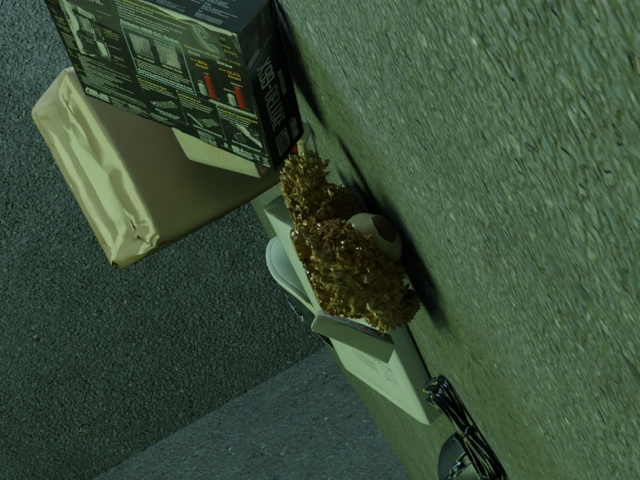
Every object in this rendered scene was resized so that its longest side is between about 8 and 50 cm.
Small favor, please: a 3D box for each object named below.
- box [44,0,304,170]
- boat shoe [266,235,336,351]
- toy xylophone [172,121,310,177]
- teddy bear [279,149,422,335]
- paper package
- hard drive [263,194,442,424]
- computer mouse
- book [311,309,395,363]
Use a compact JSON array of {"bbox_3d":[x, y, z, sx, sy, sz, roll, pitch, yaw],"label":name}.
[{"bbox_3d":[-0.182,-0.231,1.491,0.307,0.076,0.242,23,152,24],"label":"box"},{"bbox_3d":[0.003,0.100,2.221,0.340,0.127,0.113,41,150,49],"label":"boat shoe"},{"bbox_3d":[-0.114,-0.167,1.759,0.236,0.081,0.323,17,164,3],"label":"toy xylophone"},{"bbox_3d":[0.041,0.005,1.492,0.338,0.113,0.245,44,-158,-79],"label":"teddy bear"},{"bbox_3d":[-0.251,-0.162,2.007,0.168,0.325,0.309,-27,92,49],"label":"paper package"},{"bbox_3d":[0.052,0.107,1.895,0.233,0.047,0.353,31,154,49],"label":"hard drive"},{"bbox_3d":[0.183,0.295,1.768,0.184,0.060,0.262,59,171,18],"label":"computer mouse"},{"bbox_3d":[0.036,0.112,1.466,0.096,0.035,0.144,24,179,0],"label":"book"}]
